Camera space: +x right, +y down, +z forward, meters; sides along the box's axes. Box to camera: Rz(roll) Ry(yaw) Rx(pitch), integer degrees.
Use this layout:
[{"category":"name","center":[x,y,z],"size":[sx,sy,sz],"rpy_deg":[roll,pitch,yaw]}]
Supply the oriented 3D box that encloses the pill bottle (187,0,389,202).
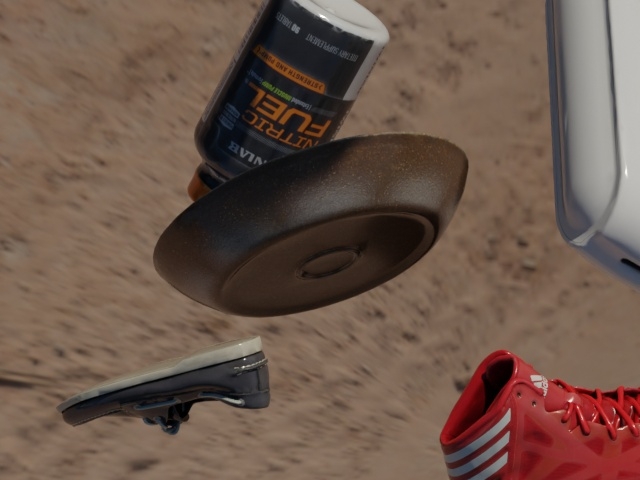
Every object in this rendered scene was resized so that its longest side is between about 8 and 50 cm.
[{"category":"pill bottle","center":[-0.042,-0.131,1.829],"size":[0.130,0.130,0.246],"rpy_deg":[32,110,8]}]

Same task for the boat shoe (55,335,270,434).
[{"category":"boat shoe","center":[-0.134,0.137,1.562],"size":[0.206,0.075,0.065],"rpy_deg":[-18,93,24]}]

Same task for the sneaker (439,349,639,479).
[{"category":"sneaker","center":[0.186,0.123,1.250],"size":[0.221,0.087,0.128],"rpy_deg":[-25,119,0]}]

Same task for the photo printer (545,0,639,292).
[{"category":"photo printer","center":[0.316,-0.082,1.579],"size":[0.256,0.107,0.308],"rpy_deg":[18,56,-26]}]

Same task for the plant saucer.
[{"category":"plant saucer","center":[0.000,0.000,1.092],"size":[0.198,0.198,0.036],"rpy_deg":[-20,70,3]}]
